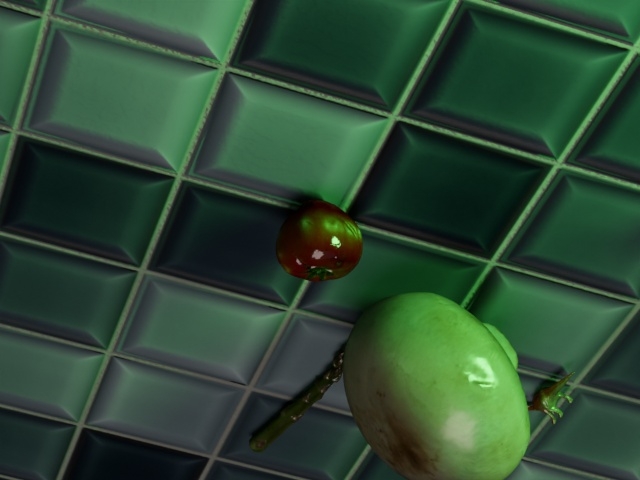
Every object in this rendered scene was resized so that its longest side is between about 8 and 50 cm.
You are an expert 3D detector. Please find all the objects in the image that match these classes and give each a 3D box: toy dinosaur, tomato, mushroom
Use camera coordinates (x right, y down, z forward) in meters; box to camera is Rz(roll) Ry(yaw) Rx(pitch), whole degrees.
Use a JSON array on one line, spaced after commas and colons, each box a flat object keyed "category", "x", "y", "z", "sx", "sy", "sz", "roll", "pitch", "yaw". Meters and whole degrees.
[{"category": "toy dinosaur", "x": 0.262, "y": 0.178, "z": 1.938, "sx": 0.041, "sy": 0.026, "sz": 0.113, "roll": 37, "pitch": 144, "yaw": -9}, {"category": "tomato", "x": 0.000, "y": 0.000, "z": 1.721, "sx": 0.087, "sy": 0.075, "sz": 0.087, "roll": -1, "pitch": 155, "yaw": -1}, {"category": "mushroom", "x": 0.129, "y": 0.154, "z": 1.807, "sx": 0.178, "sy": 0.226, "sz": 0.226, "roll": -24, "pitch": 150, "yaw": -26}]

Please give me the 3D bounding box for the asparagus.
[{"category": "asparagus", "x": -0.019, "y": 0.184, "z": 1.992, "sx": 0.024, "sy": 0.025, "sz": 0.248, "roll": 54, "pitch": 137, "yaw": 11}]
